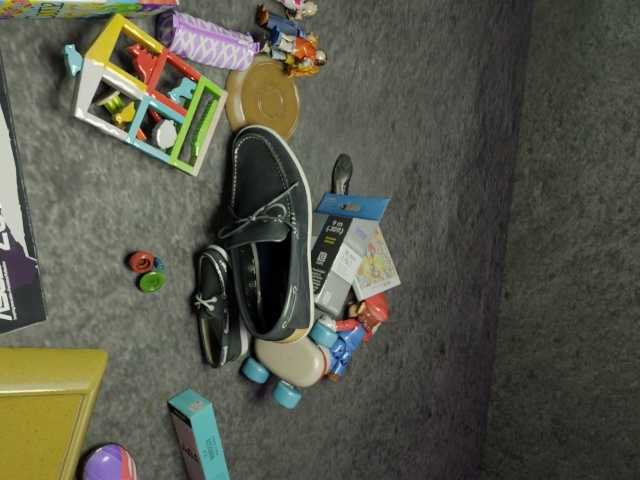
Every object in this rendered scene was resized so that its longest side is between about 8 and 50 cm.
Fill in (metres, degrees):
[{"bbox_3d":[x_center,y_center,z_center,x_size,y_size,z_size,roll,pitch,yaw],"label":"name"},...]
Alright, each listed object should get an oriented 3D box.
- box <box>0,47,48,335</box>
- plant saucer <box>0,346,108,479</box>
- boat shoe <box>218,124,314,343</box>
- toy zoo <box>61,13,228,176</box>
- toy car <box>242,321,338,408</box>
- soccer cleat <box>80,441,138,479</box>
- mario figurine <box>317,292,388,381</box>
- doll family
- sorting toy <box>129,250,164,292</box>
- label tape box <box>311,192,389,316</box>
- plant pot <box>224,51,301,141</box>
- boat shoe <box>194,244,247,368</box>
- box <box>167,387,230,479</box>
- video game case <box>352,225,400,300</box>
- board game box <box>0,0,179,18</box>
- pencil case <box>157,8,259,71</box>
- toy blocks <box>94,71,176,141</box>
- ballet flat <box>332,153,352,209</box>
[{"bbox_3d":[-0.467,-0.110,0.553,0.097,0.318,0.395,-16,112,-43],"label":"box"},{"bbox_3d":[-0.554,0.355,0.753,0.332,0.081,0.333,18,86,-48],"label":"plant saucer"},{"bbox_3d":[-0.119,-0.020,0.963,0.156,0.186,0.501,7,75,-66],"label":"boat shoe"},{"bbox_3d":[-0.318,-0.263,0.807,0.293,0.030,0.192,28,78,-48],"label":"toy zoo"},{"bbox_3d":[-0.054,0.315,1.225,0.219,0.210,0.238,-58,155,-4],"label":"toy car"},{"bbox_3d":[-0.413,0.572,0.931,0.108,0.116,0.318,-22,115,-42],"label":"soccer cleat"},{"bbox_3d":[0.088,0.282,1.431,0.321,0.170,0.198,-51,169,-13],"label":"mario figurine"},{"bbox_3d":[-0.068,-0.480,1.044,0.163,0.118,0.263,11,59,-36],"label":"doll family"},{"bbox_3d":[-0.361,0.057,0.923,0.061,0.042,0.102,-27,132,-23],"label":"sorting toy"},{"bbox_3d":[0.000,0.000,1.145,0.106,0.240,0.334,38,71,-43],"label":"label tape box"},{"bbox_3d":[-0.128,-0.336,1.077,0.236,0.032,0.237,-14,109,-44],"label":"plant pot"},{"bbox_3d":[-0.239,0.161,1.020,0.091,0.114,0.303,-30,119,-44],"label":"boat shoe"},{"bbox_3d":[-0.289,0.485,1.057,0.060,0.100,0.244,-26,118,-42],"label":"box"},{"bbox_3d":[0.152,0.058,1.407,0.206,0.026,0.227,-13,80,-45],"label":"video game case"},{"bbox_3d":[-0.390,-0.432,0.685,0.275,0.142,0.144,-26,118,-41],"label":"board game box"},{"bbox_3d":[-0.228,-0.407,0.909,0.206,0.088,0.087,-8,103,-45],"label":"pencil case"},{"bbox_3d":[-0.340,-0.235,0.856,0.123,0.054,0.148,-52,133,-26],"label":"toy blocks"},{"bbox_3d":[0.060,-0.172,1.322,0.057,0.049,0.173,8,93,-5],"label":"ballet flat"}]
